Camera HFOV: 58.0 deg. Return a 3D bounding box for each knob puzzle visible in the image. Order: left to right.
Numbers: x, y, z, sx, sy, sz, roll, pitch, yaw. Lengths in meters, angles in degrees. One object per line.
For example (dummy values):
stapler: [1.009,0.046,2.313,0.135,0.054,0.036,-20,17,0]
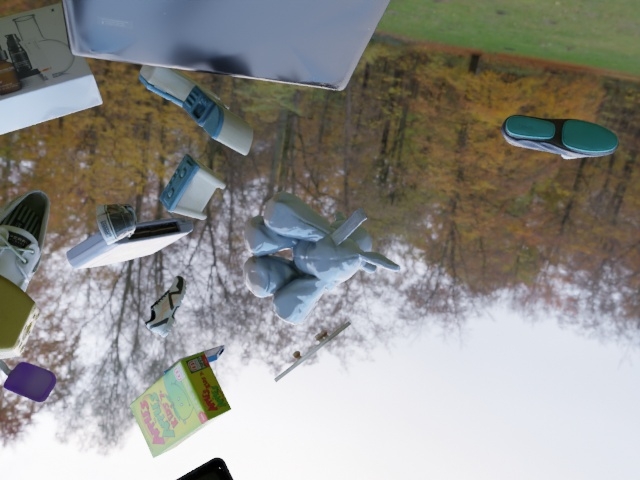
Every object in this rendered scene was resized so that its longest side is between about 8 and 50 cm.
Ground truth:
knob puzzle: [-0.007,0.229,1.292,0.030,0.213,0.213,52,-151,8]

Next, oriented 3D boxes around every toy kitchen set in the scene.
toy kitchen set: [-0.223,-0.159,0.889,0.122,0.166,0.207,24,-166,-42]

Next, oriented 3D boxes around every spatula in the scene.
spatula: [-0.703,0.245,1.222,0.296,0.030,0.084,38,-150,-16]

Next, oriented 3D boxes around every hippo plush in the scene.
hippo plush: [0.000,0.000,1.148,0.294,0.234,0.236,-32,180,23]

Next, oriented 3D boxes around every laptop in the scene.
laptop: [-0.096,-0.412,0.671,0.381,0.237,0.408,4,156,-16]

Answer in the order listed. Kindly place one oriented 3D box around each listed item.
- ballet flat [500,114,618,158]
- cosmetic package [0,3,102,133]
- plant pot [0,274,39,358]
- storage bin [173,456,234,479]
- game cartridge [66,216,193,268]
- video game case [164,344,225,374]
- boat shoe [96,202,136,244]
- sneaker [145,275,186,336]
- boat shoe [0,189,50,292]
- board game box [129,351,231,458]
ballet flat: [0.435,-0.189,1.066,0.203,0.074,0.074,12,-162,12]
cosmetic package: [-0.732,-0.379,1.316,0.377,0.097,0.284,-23,-121,-17]
plant pot: [-0.320,0.072,0.551,0.083,0.081,0.081,21,156,-12]
storage bin: [-0.280,0.589,1.302,0.180,0.084,0.122,-23,-112,-26]
game cartridge: [-0.497,0.006,1.512,0.196,0.060,0.294,-21,177,31]
video game case: [-0.287,0.276,1.336,0.119,0.015,0.166,-18,178,-4]
boat shoe: [-0.405,-0.037,1.161,0.070,0.078,0.219,-21,-163,-17]
sneaker: [-0.264,0.108,0.992,0.043,0.109,0.040,27,154,-24]
boat shoe: [-0.381,0.012,0.693,0.083,0.076,0.226,35,-156,-36]
board game box: [-0.212,0.246,0.854,0.043,0.181,0.092,-14,-111,-49]
